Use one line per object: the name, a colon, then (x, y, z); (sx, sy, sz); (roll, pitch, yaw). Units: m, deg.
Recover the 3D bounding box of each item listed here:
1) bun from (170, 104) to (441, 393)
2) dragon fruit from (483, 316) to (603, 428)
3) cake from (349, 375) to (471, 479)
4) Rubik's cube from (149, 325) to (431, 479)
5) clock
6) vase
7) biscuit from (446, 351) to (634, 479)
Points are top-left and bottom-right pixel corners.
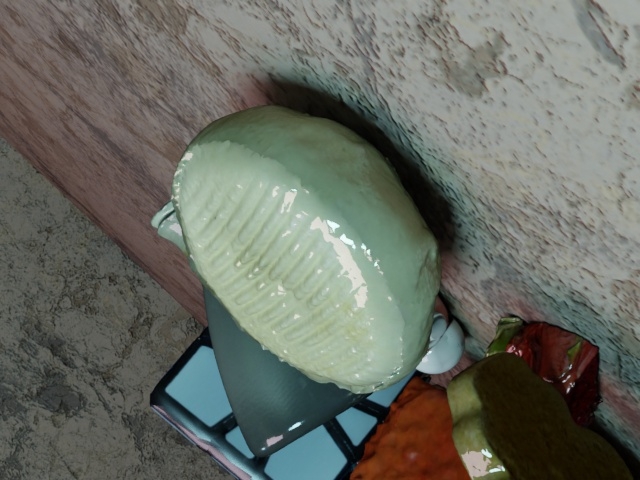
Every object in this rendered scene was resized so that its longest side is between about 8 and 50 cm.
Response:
bun: (0.000, 0.000, 0.773); (0.287, 0.146, 0.287); (33, 150, 23)
dragon fruit: (0.197, 0.135, 0.823); (0.106, 0.083, 0.162); (35, 166, 31)
cake: (0.198, 0.337, 0.958); (0.319, 0.270, 0.269); (37, 168, -38)
Rubik's cube: (-0.044, 0.225, 1.276); (0.293, 0.288, 0.283); (36, 164, 9)
clock: (0.066, 0.075, 0.947); (0.162, 0.092, 0.166); (19, 154, 47)
vase: (-0.079, 0.085, 1.075); (0.321, 0.173, 0.173); (60, 168, 11)
biscuit: (0.209, 0.233, 0.692); (0.320, 0.183, 0.047); (43, 133, -6)
